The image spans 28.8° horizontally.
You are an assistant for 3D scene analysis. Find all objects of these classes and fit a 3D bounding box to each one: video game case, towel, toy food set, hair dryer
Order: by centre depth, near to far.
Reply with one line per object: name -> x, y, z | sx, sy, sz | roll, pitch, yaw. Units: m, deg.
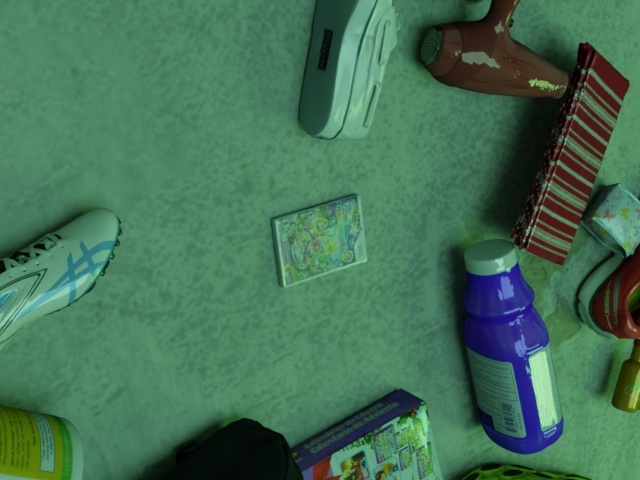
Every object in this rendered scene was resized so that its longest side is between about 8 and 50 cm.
hair dryer -> 0.215, -0.270, 1.478 | 0.223, 0.080, 0.293 | -25, 128, 13
video game case -> 0.000, 0.000, 1.499 | 0.122, 0.011, 0.087 | -17, 111, -29
towel -> 0.330, -0.107, 1.632 | 0.199, 0.031, 0.275 | 15, 95, -62
toy food set -> 0.543, 0.216, 1.837 | 0.232, 0.111, 0.105 | 15, 95, -3

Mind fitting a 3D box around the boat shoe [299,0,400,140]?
boat shoe -> 0.045, -0.240, 1.425 | 0.084, 0.095, 0.258 | 4, 111, -35

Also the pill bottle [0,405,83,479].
pill bottle -> -0.373, 0.223, 1.239 | 0.245, 0.136, 0.136 | 18, 92, -35

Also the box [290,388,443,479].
box -> 0.070, 0.364, 1.612 | 0.201, 0.057, 0.293 | -25, 115, -27

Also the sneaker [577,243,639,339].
sneaker -> 0.484, 0.029, 1.754 | 0.107, 0.118, 0.279 | 42, 79, -34

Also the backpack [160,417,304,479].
backpack -> -0.081, 0.440, 1.440 | 0.290, 0.273, 0.356 | -36, 133, -35

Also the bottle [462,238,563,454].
bottle -> 0.244, 0.138, 1.629 | 0.092, 0.118, 0.283 | -25, 114, -25

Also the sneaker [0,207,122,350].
sneaker -> -0.302, 0.040, 1.269 | 0.237, 0.085, 0.086 | -41, 126, -19

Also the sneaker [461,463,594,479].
sneaker -> 0.310, 0.385, 1.742 | 0.295, 0.109, 0.124 | 17, 89, -35

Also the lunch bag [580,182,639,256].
lunch bag -> 0.412, -0.026, 1.725 | 0.083, 0.053, 0.071 | 40, 77, -7
